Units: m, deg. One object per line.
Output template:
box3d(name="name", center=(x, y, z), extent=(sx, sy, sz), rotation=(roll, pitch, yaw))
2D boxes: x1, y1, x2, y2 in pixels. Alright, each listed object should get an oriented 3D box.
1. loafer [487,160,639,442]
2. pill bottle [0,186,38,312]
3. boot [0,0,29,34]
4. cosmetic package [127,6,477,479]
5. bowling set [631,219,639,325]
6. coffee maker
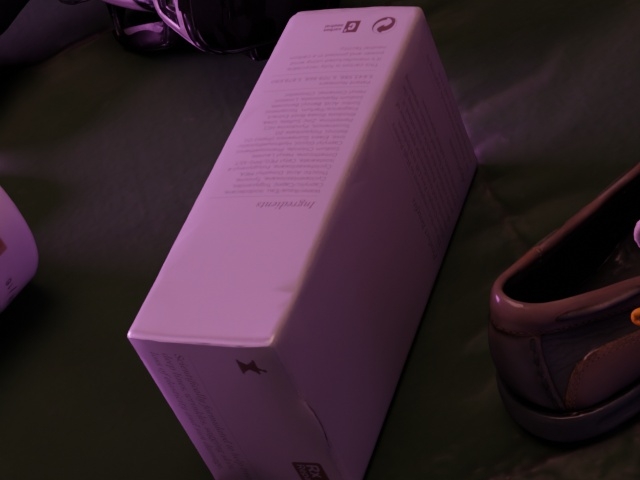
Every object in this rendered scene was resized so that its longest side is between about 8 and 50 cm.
box3d(name="loafer", center=(0.184, -0.016, 0.756), extent=(0.267, 0.084, 0.096), rotation=(-40, 43, -17))
box3d(name="pill bottle", center=(-0.272, 0.051, 0.881), extent=(0.131, 0.131, 0.229), rotation=(16, 55, 38))
box3d(name="boot", center=(-0.297, -0.180, 1.140), extent=(0.246, 0.094, 0.207), rotation=(16, 69, 30))
box3d(name="cosmetic package", center=(0.000, 0.000, 0.810), extent=(0.085, 0.117, 0.231), rotation=(1, 45, 28))
box3d(name="bowling set", center=(0.247, -0.081, 0.706), extent=(0.287, 0.154, 0.200), rotation=(-6, 46, -13))
box3d(name="coffee maker", center=(-0.068, -0.199, 1.054), extent=(0.171, 0.120, 0.178), rotation=(-43, 44, -20))
